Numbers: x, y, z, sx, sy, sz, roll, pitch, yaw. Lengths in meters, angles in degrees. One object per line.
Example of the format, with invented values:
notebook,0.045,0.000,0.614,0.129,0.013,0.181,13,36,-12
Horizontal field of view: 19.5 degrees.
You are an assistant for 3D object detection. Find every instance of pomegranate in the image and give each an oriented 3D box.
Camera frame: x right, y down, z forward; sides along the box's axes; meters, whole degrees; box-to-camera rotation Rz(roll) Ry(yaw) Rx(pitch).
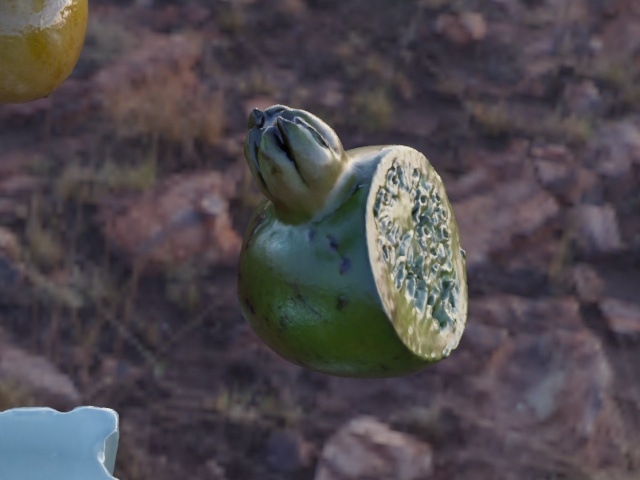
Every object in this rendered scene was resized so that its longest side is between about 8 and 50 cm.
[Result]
pomegranate,0.002,0.014,1.470,0.159,0.190,0.241,-11,-23,27

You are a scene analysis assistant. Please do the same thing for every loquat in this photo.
loquat,-0.272,-0.193,1.632,0.137,0.163,0.163,-2,31,-7

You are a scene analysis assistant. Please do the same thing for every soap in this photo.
soap,-0.223,0.223,1.244,0.159,0.265,0.088,1,46,-14
